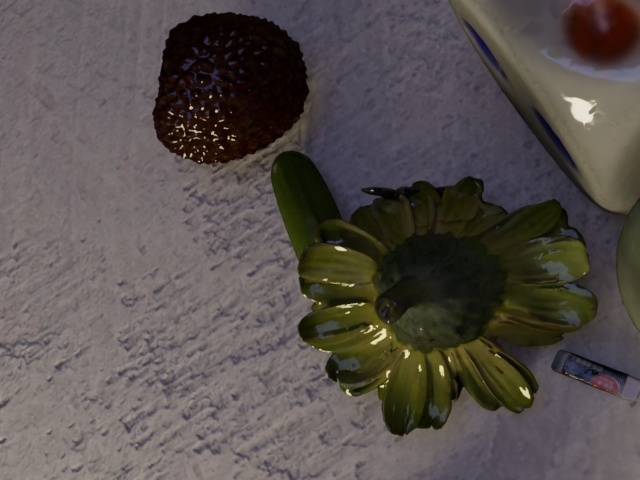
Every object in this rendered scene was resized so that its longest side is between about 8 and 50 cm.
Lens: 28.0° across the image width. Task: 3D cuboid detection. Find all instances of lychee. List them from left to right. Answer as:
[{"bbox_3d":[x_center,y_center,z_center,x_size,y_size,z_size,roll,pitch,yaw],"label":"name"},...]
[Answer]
[{"bbox_3d":[-0.105,-0.182,1.534,0.188,0.188,0.188,-6,71,19],"label":"lychee"}]

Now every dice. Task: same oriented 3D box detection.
[{"bbox_3d":[0.312,-0.225,1.302,0.277,0.304,0.304,-35,65,8],"label":"dice"}]

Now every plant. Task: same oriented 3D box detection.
[{"bbox_3d":[0.102,0.035,1.336,0.306,0.297,0.261,-40,48,18],"label":"plant"}]

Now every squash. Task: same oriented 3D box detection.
[{"bbox_3d":[0.000,0.000,1.487,0.066,0.066,0.252,-26,67,12],"label":"squash"}]

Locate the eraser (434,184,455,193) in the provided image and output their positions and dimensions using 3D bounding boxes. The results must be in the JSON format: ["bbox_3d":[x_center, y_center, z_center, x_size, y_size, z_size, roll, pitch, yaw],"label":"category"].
[{"bbox_3d":[0.136,-0.001,1.454,0.052,0.029,0.122,-7,72,19],"label":"eraser"}]

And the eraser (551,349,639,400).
[{"bbox_3d":[0.291,0.142,1.353,0.099,0.019,0.027,22,82,25],"label":"eraser"}]

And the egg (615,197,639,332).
[{"bbox_3d":[0.451,0.035,1.190,0.352,0.258,0.258,10,77,32],"label":"egg"}]
